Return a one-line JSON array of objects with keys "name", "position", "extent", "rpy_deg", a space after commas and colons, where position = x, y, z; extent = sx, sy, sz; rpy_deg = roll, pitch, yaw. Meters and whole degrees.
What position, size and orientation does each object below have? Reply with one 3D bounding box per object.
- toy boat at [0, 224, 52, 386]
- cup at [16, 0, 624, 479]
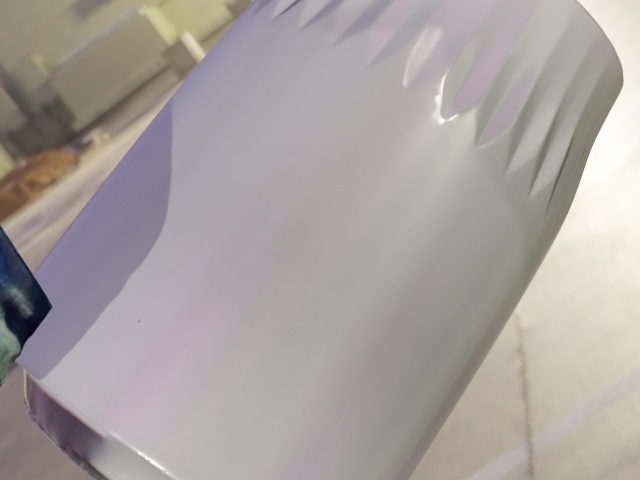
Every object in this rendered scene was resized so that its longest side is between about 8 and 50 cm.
[{"name": "toy boat", "position": [-0.232, 0.072, 0.594], "extent": [0.291, 0.070, 0.210], "rpy_deg": [-47, -33, 11]}, {"name": "cup", "position": [0.000, 0.000, 0.874], "extent": [0.372, 0.253, 0.253], "rpy_deg": [-54, 14, -8]}]
